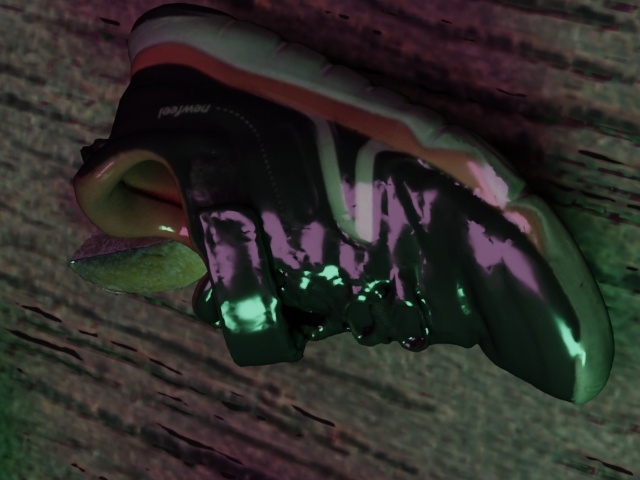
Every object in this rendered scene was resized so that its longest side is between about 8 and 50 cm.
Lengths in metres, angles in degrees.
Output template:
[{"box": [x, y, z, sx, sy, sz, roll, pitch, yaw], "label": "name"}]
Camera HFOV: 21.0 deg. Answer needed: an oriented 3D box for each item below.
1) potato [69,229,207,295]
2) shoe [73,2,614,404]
[{"box": [-0.084, 0.003, 0.921, 0.093, 0.036, 0.037, -12, 135, 26], "label": "potato"}, {"box": [0.000, 0.000, 0.810, 0.291, 0.114, 0.137, 30, 69, 20], "label": "shoe"}]
